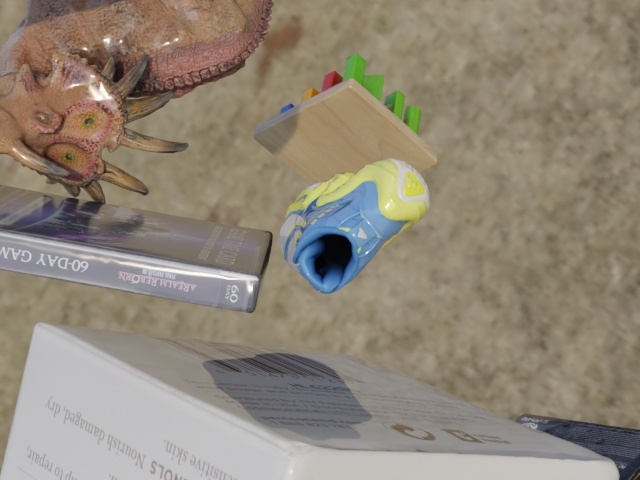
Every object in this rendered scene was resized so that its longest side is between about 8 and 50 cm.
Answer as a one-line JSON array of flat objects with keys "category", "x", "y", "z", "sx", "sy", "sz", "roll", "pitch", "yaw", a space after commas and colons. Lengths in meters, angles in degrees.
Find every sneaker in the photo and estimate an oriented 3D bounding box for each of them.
[{"category": "sneaker", "x": 0.000, "y": 0.000, "z": 1.568, "sx": 0.126, "sy": 0.091, "sz": 0.240, "roll": -43, "pitch": 3, "yaw": -32}]

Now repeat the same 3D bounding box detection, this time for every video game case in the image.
[{"category": "video game case", "x": -0.167, "y": -0.007, "z": 0.964, "sx": 0.196, "sy": 0.274, "sz": 0.026, "roll": -87, "pitch": 8, "yaw": -83}]

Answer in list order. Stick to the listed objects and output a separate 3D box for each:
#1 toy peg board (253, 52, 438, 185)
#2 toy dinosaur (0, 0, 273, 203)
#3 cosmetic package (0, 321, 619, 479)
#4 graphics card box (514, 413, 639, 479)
[{"category": "toy peg board", "x": 0.035, "y": -0.137, "z": 2.006, "sx": 0.161, "sy": 0.161, "sz": 0.079, "roll": -24, "pitch": 40, "yaw": 37}, {"category": "toy dinosaur", "x": -0.116, "y": -0.128, "z": 1.088, "sx": 0.296, "sy": 0.127, "sz": 0.200, "roll": -28, "pitch": 51, "yaw": -17}, {"category": "cosmetic package", "x": -0.039, "y": 0.297, "z": 1.231, "sx": 0.327, "sy": 0.329, "sz": 0.393, "roll": 18, "pitch": 98, "yaw": 48}, {"category": "graphics card box", "x": 0.197, "y": 0.336, "z": 1.766, "sx": 0.371, "sy": 0.094, "sz": 0.233, "roll": -42, "pitch": 23, "yaw": -29}]
